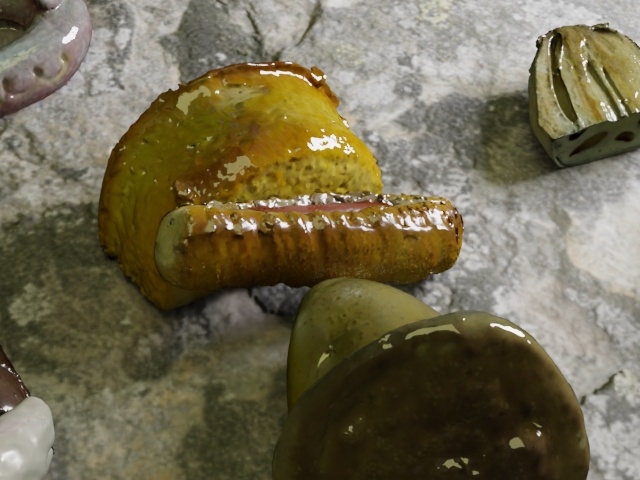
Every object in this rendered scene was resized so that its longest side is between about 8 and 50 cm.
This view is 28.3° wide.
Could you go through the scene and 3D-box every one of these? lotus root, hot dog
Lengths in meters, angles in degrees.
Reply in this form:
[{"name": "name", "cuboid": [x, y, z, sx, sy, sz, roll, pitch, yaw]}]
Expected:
[{"name": "lotus root", "cuboid": [0.267, -0.145, 1.256, 0.143, 0.070, 0.144, -11, 56, -3]}, {"name": "hot dog", "cuboid": [0.000, 0.001, 1.066, 0.289, 0.083, 0.068, -3, 10, -31]}]

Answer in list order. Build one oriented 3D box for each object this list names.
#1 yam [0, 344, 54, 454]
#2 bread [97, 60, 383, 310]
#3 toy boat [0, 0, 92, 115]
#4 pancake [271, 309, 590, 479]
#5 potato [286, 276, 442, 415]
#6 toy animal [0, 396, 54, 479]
[{"name": "yam", "cuboid": [-0.327, 0.079, 1.010, 0.131, 0.131, 0.280, -26, 57, -22]}, {"name": "bread", "cuboid": [-0.073, -0.067, 1.129, 0.260, 0.147, 0.160, -21, 52, -19]}, {"name": "toy boat", "cuboid": [-0.338, -0.199, 1.266, 0.227, 0.085, 0.155, -23, 54, -20]}, {"name": "pancake", "cuboid": [0.080, 0.166, 0.897, 0.241, 0.242, 0.050, -6, 14, -7]}, {"name": "potato", "cuboid": [0.046, 0.110, 1.000, 0.157, 0.157, 0.194, -14, 39, -14]}, {"name": "toy animal", "cuboid": [-0.263, 0.262, 0.822, 0.188, 0.266, 0.308, 43, 35, 16]}]
